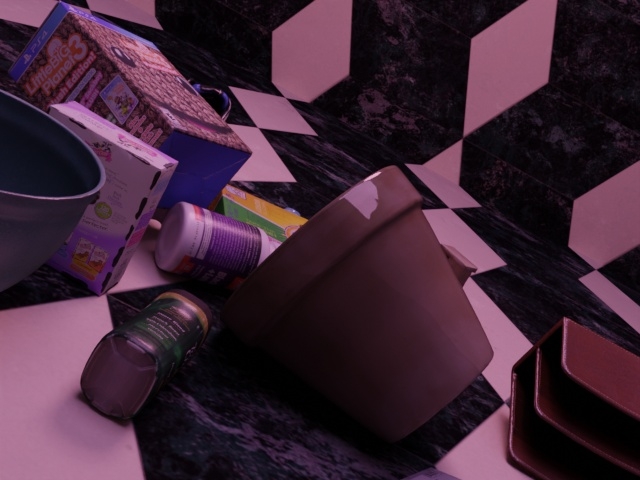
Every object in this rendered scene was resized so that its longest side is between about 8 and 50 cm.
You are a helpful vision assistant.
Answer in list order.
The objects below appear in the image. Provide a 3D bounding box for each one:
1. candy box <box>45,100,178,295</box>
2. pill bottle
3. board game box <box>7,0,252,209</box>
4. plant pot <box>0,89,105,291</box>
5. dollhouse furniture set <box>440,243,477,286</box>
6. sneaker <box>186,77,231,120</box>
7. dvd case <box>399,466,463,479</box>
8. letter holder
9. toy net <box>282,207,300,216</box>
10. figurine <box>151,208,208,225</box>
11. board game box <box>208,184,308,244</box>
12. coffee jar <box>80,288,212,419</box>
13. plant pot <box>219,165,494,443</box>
[{"bbox_3d":[-0.304,-0.056,1.065,0.164,0.196,0.070,31,17,2],"label":"candy box"},{"bbox_3d":[-0.146,0.019,1.259,0.193,0.108,0.108,19,20,-29],"label":"pill bottle"},{"bbox_3d":[-0.287,-0.195,1.261,0.291,0.141,0.232,47,15,19],"label":"board game box"},{"bbox_3d":[-0.405,-0.042,0.864,0.293,0.196,0.293,28,17,-9],"label":"plant pot"},{"bbox_3d":[0.245,0.125,1.457,0.129,0.184,0.129,13,24,-43],"label":"dollhouse furniture set"},{"bbox_3d":[-0.258,-0.250,1.709,0.127,0.182,0.315,25,18,-20],"label":"sneaker"},{"bbox_3d":[0.184,0.326,0.921,0.238,0.030,0.179,13,5,36],"label":"dvd case"},{"bbox_3d":[0.461,0.300,1.275,0.301,0.152,0.214,28,40,-6],"label":"letter holder"},{"bbox_3d":[0.000,0.000,1.669,0.232,0.045,0.122,29,-11,-12],"label":"toy net"},{"bbox_3d":[-0.280,-0.082,1.379,0.209,0.092,0.215,29,18,-17],"label":"figurine"},{"bbox_3d":[-0.048,0.022,1.479,0.316,0.064,0.242,24,18,-19],"label":"board game box"},{"bbox_3d":[-0.189,0.121,0.923,0.079,0.096,0.184,33,18,2],"label":"coffee jar"},{"bbox_3d":[0.071,0.108,1.110,0.280,0.323,0.323,50,21,7],"label":"plant pot"}]
